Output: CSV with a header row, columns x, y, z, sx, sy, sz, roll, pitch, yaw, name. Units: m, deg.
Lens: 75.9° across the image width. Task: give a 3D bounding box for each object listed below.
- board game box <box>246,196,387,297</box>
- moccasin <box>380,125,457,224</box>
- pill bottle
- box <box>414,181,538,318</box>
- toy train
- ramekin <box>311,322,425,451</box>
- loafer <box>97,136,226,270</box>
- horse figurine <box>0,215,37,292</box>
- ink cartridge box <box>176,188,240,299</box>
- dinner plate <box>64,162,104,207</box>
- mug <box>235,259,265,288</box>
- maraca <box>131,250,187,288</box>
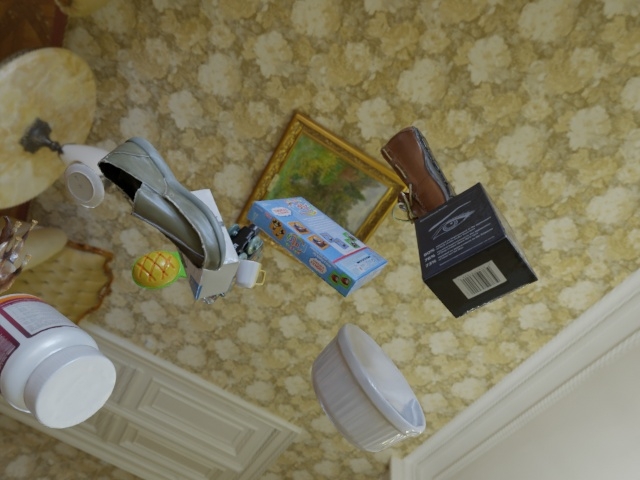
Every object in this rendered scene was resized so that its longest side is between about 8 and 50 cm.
x,y,z,sx,sy,sz,roll,pitch,yaw,name
0.000,0.000,0.708,0.039,0.212,0.160,-58,162,22,board game box
0.247,-0.106,1.007,0.147,0.379,0.139,-31,157,23,moccasin
-0.401,0.166,0.587,0.121,0.221,0.121,-33,132,-46,pill bottle
0.268,0.011,0.744,0.153,0.108,0.207,-33,-158,26,box
-0.332,0.086,1.512,0.333,0.142,0.190,-54,165,-32,toy train
0.095,0.327,0.900,0.127,0.273,0.273,-41,-169,8,ramekin
-0.243,-0.044,0.624,0.087,0.251,0.094,-35,170,-44,loafer
-0.712,0.046,0.923,0.174,0.066,0.263,-51,-137,5,horse figurine
-0.252,0.008,0.876,0.082,0.190,0.139,-15,154,-32,ink cartridge box
-0.723,-0.164,1.247,0.141,0.141,0.017,-55,180,26,dinner plate
-0.174,0.086,1.009,0.062,0.078,0.064,137,-38,-72,mug
-0.484,0.085,1.268,0.099,0.186,0.127,114,-41,-62,maraca
